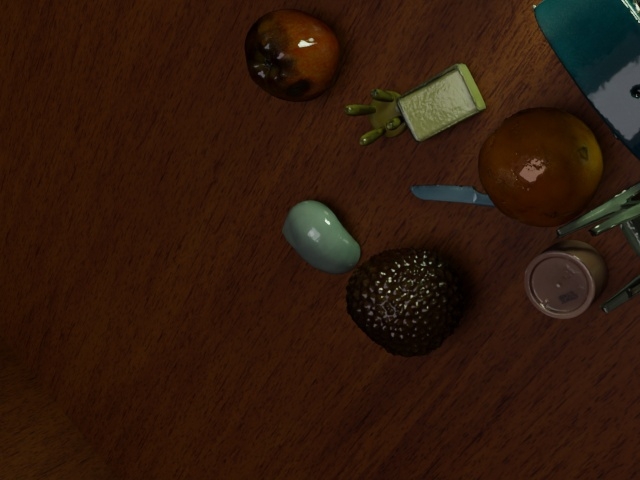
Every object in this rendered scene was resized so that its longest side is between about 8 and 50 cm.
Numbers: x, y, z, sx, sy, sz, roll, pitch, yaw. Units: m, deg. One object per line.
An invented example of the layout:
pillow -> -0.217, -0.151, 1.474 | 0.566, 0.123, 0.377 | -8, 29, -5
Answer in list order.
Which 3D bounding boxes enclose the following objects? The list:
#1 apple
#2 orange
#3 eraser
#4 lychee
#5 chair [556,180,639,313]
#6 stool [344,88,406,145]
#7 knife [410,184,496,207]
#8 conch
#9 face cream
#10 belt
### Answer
apple -> -0.075, -0.437, 1.807 | 0.230, 0.230, 0.229 | 11, 109, 33
orange -> 0.438, -0.146, 1.517 | 0.240, 0.240, 0.239 | 11, 109, 33
eraser -> 0.266, -0.304, 1.695 | 0.172, 0.058, 0.117 | -26, 92, 35
lychee -> 0.201, 0.132, 1.760 | 0.268, 0.267, 0.267 | 11, 109, 33
chair -> 0.637, -0.013, 1.442 | 0.275, 0.190, 0.203 | -31, 84, -7
stool -> 0.136, -0.288, 1.764 | 0.134, 0.110, 0.135 | 26, 116, 28
knife -> 0.341, -0.102, 1.733 | 0.313, 0.019, 0.044 | 7, 100, 34
conch -> -0.005, 0.002, 1.958 | 0.221, 0.121, 0.185 | 45, 154, 11
face cream -> 0.517, 0.081, 1.604 | 0.149, 0.104, 0.149 | 11, 109, 33
belt -> 0.562, -0.299, 1.340 | 0.173, 0.300, 0.436 | -38, 71, 35
